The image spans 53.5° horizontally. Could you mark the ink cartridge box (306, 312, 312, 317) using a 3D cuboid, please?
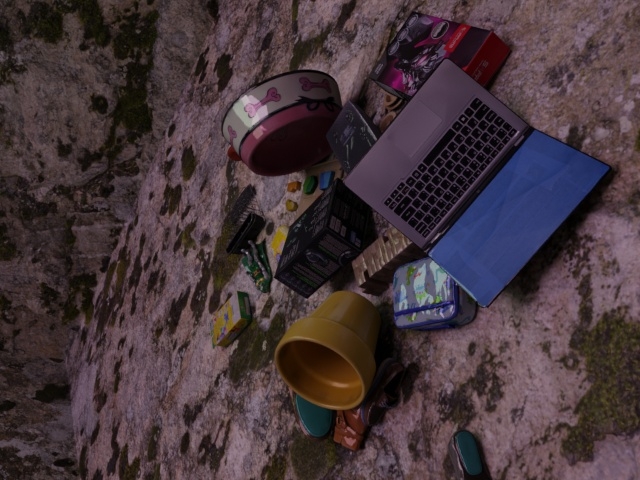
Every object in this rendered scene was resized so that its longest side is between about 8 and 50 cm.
[{"bbox_3d":[0.003,0.304,1.892,0.145,0.045,0.180,-14,62,53],"label":"ink cartridge box"}]

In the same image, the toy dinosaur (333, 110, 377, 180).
[{"bbox_3d":[0.097,-0.291,1.989,0.118,0.064,0.268,31,108,37],"label":"toy dinosaur"}]

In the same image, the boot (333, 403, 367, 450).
[{"bbox_3d":[0.059,0.465,1.717,0.197,0.072,0.153,16,93,59],"label":"boot"}]

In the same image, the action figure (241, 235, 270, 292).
[{"bbox_3d":[-0.229,0.103,2.303,0.137,0.063,0.232,-51,43,25],"label":"action figure"}]

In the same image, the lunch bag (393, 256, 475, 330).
[{"bbox_3d":[0.272,0.130,1.541,0.219,0.090,0.176,-20,63,52],"label":"lunch bag"}]

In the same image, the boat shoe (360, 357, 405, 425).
[{"bbox_3d":[0.159,0.392,1.607,0.066,0.066,0.183,24,96,55],"label":"boat shoe"}]

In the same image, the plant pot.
[{"bbox_3d":[0.044,0.266,1.649,0.254,0.254,0.239,-34,14,44],"label":"plant pot"}]

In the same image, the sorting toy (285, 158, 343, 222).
[{"bbox_3d":[-0.041,-0.146,2.151,0.307,0.041,0.229,-7,70,54],"label":"sorting toy"}]

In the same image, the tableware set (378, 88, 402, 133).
[{"bbox_3d":[0.205,-0.388,1.877,0.128,0.039,0.194,-23,48,49],"label":"tableware set"}]

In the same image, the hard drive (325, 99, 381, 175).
[{"bbox_3d":[0.121,-0.270,1.876,0.255,0.054,0.172,61,139,23],"label":"hard drive"}]

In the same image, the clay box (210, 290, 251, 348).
[{"bbox_3d":[-0.340,0.303,2.376,0.222,0.053,0.128,-47,42,35],"label":"clay box"}]

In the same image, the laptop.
[{"bbox_3d":[0.315,-0.143,1.394,0.382,0.408,0.236,-50,0,8],"label":"laptop"}]

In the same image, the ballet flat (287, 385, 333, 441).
[{"bbox_3d":[-0.051,0.447,1.855,0.124,0.116,0.343,110,147,-43],"label":"ballet flat"}]

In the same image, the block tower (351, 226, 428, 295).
[{"bbox_3d":[0.215,0.020,1.668,0.335,0.090,0.097,-45,43,36],"label":"block tower"}]

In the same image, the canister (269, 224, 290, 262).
[{"bbox_3d":[-0.100,0.034,2.132,0.126,0.073,0.170,-65,33,14],"label":"canister"}]

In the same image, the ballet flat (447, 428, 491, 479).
[{"bbox_3d":[0.322,0.508,1.336,0.068,0.072,0.213,104,160,-51],"label":"ballet flat"}]

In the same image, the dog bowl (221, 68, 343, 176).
[{"bbox_3d":[-0.101,-0.356,2.038,0.408,0.407,0.151,-40,65,39],"label":"dog bowl"}]

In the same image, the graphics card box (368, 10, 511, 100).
[{"bbox_3d":[0.308,-0.477,1.721,0.233,0.094,0.371,-55,35,9],"label":"graphics card box"}]

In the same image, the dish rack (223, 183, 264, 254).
[{"bbox_3d":[-0.312,-0.092,2.490,0.208,0.074,0.272,-52,39,28],"label":"dish rack"}]

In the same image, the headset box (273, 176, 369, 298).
[{"bbox_3d":[0.000,0.000,1.877,0.283,0.131,0.246,-44,21,35],"label":"headset box"}]

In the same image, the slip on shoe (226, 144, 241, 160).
[{"bbox_3d":[-0.272,-0.349,2.515,0.331,0.123,0.102,-2,78,50],"label":"slip on shoe"}]
